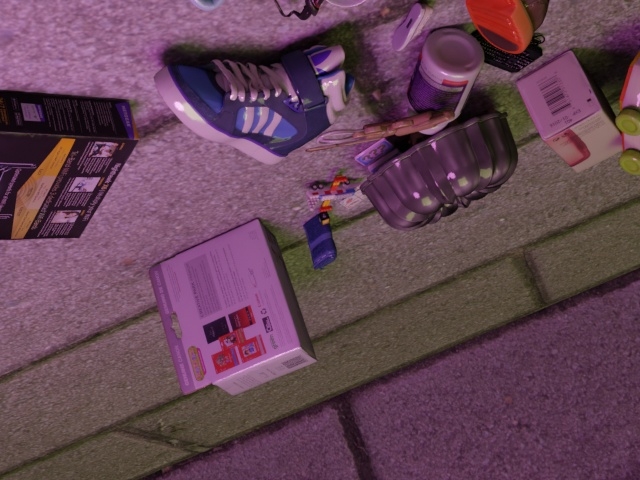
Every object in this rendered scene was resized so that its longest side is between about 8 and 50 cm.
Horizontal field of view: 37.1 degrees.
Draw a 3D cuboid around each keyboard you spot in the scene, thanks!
[{"bbox_3d":[0.340,-0.343,1.732,0.192,0.038,0.100,6,145,-46],"label":"keyboard"}]

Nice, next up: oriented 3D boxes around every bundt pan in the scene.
[{"bbox_3d":[0.249,-0.122,1.897,0.331,0.124,0.331,-25,171,-4],"label":"bundt pan"}]

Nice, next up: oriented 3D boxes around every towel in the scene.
[{"bbox_3d":[0.000,0.000,2.090,0.029,0.119,0.067,19,137,-40],"label":"towel"}]

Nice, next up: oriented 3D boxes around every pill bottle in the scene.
[{"bbox_3d":[0.213,-0.274,1.691,0.108,0.108,0.193,-13,154,-16],"label":"pill bottle"}]

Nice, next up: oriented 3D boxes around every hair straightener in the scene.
[{"bbox_3d":[-0.006,-0.400,1.350,0.089,0.047,0.230,28,139,-14],"label":"hair straightener"}]

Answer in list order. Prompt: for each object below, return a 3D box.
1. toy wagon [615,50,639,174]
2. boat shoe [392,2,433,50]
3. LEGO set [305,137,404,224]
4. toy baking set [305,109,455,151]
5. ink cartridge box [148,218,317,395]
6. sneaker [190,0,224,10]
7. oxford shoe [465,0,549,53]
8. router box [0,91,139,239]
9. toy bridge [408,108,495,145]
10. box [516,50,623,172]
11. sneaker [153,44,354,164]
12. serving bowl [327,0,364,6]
[{"bbox_3d":[0.676,-0.256,1.914,0.267,0.068,0.344,-52,145,-21],"label":"toy wagon"},{"bbox_3d":[0.154,-0.351,1.579,0.035,0.035,0.100,-1,143,-31],"label":"boat shoe"},{"bbox_3d":[0.079,-0.105,2.002,0.244,0.060,0.182,-32,153,17],"label":"LEGO set"},{"bbox_3d":[0.101,-0.194,1.642,0.196,0.030,0.256,-11,-179,-44],"label":"toy baking set"},{"bbox_3d":[-0.190,0.155,2.034,0.272,0.309,0.130,-23,156,8],"label":"ink cartridge box"},{"bbox_3d":[-0.101,-0.417,1.104,0.135,0.150,0.366,-11,154,-20],"label":"sneaker"},{"bbox_3d":[0.270,-0.441,1.423,0.133,0.130,0.364,-51,150,-10],"label":"oxford shoe"},{"bbox_3d":[-0.465,-0.111,1.546,0.243,0.081,0.309,0,149,-36],"label":"router box"},{"bbox_3d":[0.265,-0.222,1.939,0.188,0.026,0.063,-16,157,-13],"label":"toy bridge"},{"bbox_3d":[0.508,-0.252,1.913,0.127,0.149,0.232,-29,154,21],"label":"box"},{"bbox_3d":[-0.081,-0.255,1.508,0.236,0.130,0.323,-39,147,19],"label":"sneaker"},{"bbox_3d":[0.038,-0.386,1.409,0.083,0.027,0.083,1,142,1],"label":"serving bowl"}]
